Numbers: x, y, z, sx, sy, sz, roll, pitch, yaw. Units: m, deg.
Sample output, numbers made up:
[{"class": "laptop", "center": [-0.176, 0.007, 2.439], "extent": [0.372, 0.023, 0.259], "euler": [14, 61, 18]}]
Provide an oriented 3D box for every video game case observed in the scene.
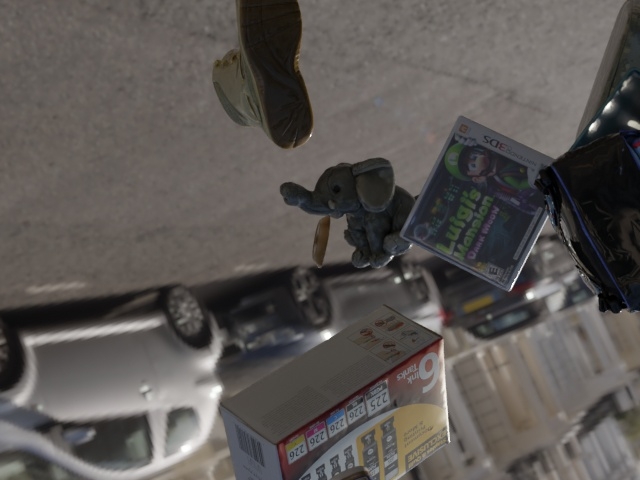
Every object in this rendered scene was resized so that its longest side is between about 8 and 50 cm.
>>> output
[{"class": "video game case", "center": [0.226, -0.052, 1.546], "extent": [0.190, 0.173, 0.022], "euler": [-64, 164, 4]}]

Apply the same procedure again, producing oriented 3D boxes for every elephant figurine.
[{"class": "elephant figurine", "center": [0.066, -0.080, 1.997], "extent": [0.169, 0.239, 0.186], "euler": [-27, -153, 24]}]

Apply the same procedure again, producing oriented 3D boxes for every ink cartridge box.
[{"class": "ink cartridge box", "center": [0.034, 0.288, 1.605], "extent": [0.309, 0.271, 0.130], "euler": [-29, -142, -30]}]

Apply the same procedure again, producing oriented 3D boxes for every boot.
[{"class": "boot", "center": [-0.097, -0.274, 1.619], "extent": [0.095, 0.262, 0.203], "euler": [-21, -157, -19]}]

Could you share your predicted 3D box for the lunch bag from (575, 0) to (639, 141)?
[{"class": "lunch bag", "center": [0.556, -0.210, 1.735], "extent": [0.256, 0.305, 0.212], "euler": [16, -156, 5]}]

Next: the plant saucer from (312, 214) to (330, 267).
[{"class": "plant saucer", "center": [0.000, 0.000, 1.710], "extent": [0.015, 0.083, 0.083], "euler": [10, 167, -6]}]

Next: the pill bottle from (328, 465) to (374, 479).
[{"class": "pill bottle", "center": [0.051, 0.321, 1.263], "extent": [0.067, 0.120, 0.067], "euler": [-24, 152, -13]}]

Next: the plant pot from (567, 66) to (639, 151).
[{"class": "plant pot", "center": [0.441, -0.085, 1.397], "extent": [0.234, 0.166, 0.165], "euler": [6, 124, -54]}]

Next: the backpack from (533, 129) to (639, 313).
[{"class": "backpack", "center": [0.276, -0.015, 1.024], "extent": [0.117, 0.158, 0.173], "euler": [-28, 172, 8]}]
